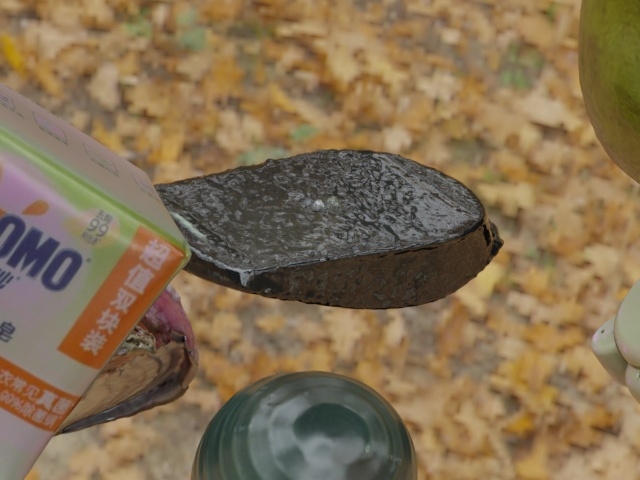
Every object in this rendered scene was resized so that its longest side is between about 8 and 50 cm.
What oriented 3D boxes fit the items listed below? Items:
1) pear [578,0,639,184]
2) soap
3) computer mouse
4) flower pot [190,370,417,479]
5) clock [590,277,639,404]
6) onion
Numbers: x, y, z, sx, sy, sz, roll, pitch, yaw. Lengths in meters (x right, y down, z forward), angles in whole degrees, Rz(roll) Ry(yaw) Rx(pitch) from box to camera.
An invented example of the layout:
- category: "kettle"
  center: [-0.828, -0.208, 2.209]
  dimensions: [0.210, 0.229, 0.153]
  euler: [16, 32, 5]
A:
- category: "pear"
  center: [0.375, -0.152, 1.390]
  dimensions: [0.352, 0.352, 0.413]
  euler: [-9, -3, -25]
- category: "soap"
  center: [-0.207, 0.007, 1.043]
  dimensions: [0.199, 0.182, 0.138]
  euler: [33, 8, -25]
- category: "computer mouse"
  center: [0.000, 0.005, 1.407]
  dimensions: [0.295, 0.087, 0.168]
  euler: [-9, 31, -33]
- category: "flower pot"
  center: [-0.015, 0.204, 1.568]
  dimensions: [0.189, 0.243, 0.157]
  euler: [13, 64, -9]
- category: "clock"
  center: [0.449, 0.082, 2.005]
  dimensions: [0.284, 0.114, 0.309]
  euler: [-43, 16, -12]
- category: "onion"
  center: [-0.232, 0.075, 1.657]
  dimensions: [0.267, 0.348, 0.159]
  euler: [-13, 76, -30]
